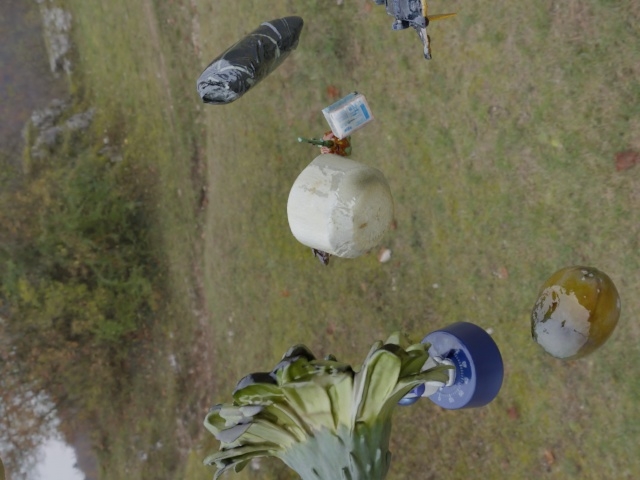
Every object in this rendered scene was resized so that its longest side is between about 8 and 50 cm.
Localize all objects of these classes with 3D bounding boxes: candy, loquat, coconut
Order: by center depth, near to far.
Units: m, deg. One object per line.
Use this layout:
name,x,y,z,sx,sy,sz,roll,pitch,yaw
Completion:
loquat,0.571,0.163,1.480,0.227,0.179,0.179,-64,15,-13
coconut,0.034,-0.088,1.589,0.266,0.237,0.237,20,123,45
candy,0.005,-0.234,1.611,0.288,0.078,0.084,-16,-84,-68

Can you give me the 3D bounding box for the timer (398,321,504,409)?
timer,0.325,0.396,1.956,0.270,0.384,0.270,6,98,51

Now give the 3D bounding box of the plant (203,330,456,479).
plant,-0.004,0.240,0.768,0.306,0.261,0.296,-38,35,48

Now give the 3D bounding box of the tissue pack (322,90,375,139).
tissue pack,0.065,-0.283,1.485,0.074,0.094,0.059,62,174,-25

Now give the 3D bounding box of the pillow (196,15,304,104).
pillow,-0.144,-0.365,1.343,0.162,0.335,0.092,-23,112,43

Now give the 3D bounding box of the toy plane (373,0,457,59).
toy plane,0.167,-0.493,1.344,0.316,0.103,0.204,-123,21,-62

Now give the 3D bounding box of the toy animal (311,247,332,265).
toy animal,0.000,0.000,1.989,0.179,0.089,0.188,-48,-47,-68

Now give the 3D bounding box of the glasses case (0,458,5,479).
glasses case,-0.648,0.406,1.225,0.083,0.050,0.196,55,161,37
